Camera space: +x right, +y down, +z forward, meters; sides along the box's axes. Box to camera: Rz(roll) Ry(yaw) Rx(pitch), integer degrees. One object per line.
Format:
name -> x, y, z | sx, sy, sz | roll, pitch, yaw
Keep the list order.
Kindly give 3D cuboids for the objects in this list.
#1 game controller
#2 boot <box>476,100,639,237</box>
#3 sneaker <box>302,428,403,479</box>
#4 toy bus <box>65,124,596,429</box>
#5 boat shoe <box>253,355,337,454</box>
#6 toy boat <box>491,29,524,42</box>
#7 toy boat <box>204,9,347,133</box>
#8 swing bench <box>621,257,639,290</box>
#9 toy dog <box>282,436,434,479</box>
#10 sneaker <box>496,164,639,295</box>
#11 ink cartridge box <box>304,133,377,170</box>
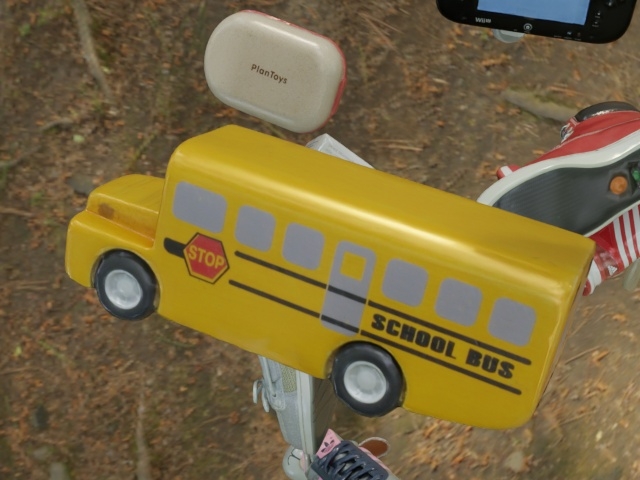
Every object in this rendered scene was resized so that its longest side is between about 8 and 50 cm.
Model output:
game controller -> 0.347, -0.410, 1.573 | 0.319, 0.067, 0.167 | 11, 125, 9
boot -> 0.258, -0.076, 1.045 | 0.244, 0.176, 0.088 | -22, 112, -5
sneaker -> 0.034, 0.322, 1.311 | 0.112, 0.319, 0.131 | -32, 90, -16
toy bus -> -0.002, 0.016, 0.649 | 0.332, 0.108, 0.130 | 19, 113, 17
boat shoe -> -0.044, 0.115, 1.179 | 0.103, 0.118, 0.321 | 2, 120, 22
toy boat -> 0.235, -0.468, 1.741 | 0.318, 0.267, 0.148 | 27, 125, 22
toy boat -> -0.061, -0.265, 1.517 | 0.231, 0.151, 0.151 | 24, 106, 13
swing bench -> 0.520, -0.023, 1.126 | 0.253, 0.255, 0.165 | 22, 61, 13
toy dog -> 0.098, 0.445, 1.639 | 0.333, 0.161, 0.220 | 6, 77, -3
sneaker -> 0.303, -0.034, 1.138 | 0.128, 0.087, 0.221 | -27, 45, -2
ink cartridge box -> 0.000, 0.000, 1.603 | 0.201, 0.117, 0.278 | 35, 78, -12
